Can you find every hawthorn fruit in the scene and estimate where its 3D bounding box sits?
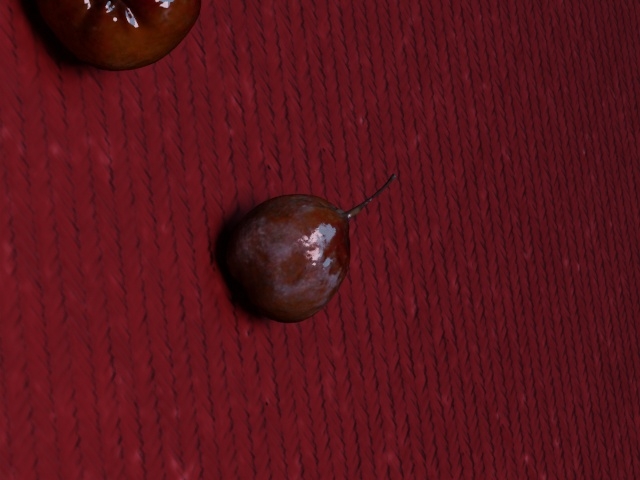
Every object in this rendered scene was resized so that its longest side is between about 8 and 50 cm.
[{"bbox_3d":[0.000,0.000,0.869,0.067,0.103,0.067,53,17,-25],"label":"hawthorn fruit"},{"bbox_3d":[-0.095,-0.122,0.797,0.093,0.081,0.081,-64,139,-84],"label":"hawthorn fruit"}]
